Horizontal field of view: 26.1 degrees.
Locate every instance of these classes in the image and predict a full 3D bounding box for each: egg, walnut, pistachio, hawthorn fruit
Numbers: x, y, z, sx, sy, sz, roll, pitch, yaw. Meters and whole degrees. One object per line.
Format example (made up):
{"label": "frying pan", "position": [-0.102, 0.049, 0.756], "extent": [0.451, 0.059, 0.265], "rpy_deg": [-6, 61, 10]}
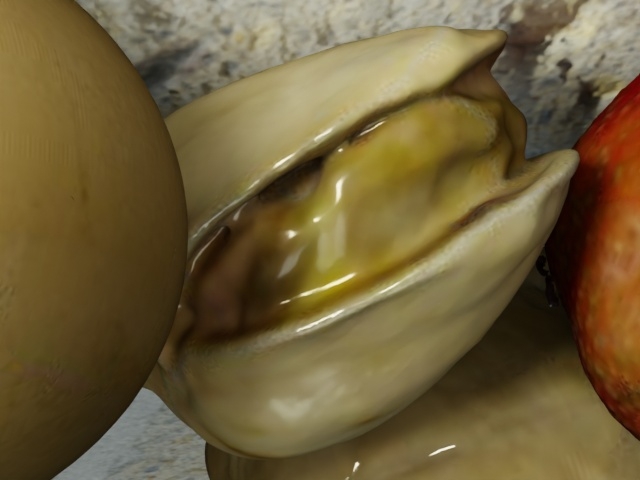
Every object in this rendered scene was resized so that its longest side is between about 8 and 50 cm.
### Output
{"label": "egg", "position": [-0.245, -0.009, 0.650], "extent": [0.373, 0.301, 0.301], "rpy_deg": [4, 148, -24]}
{"label": "walnut", "position": [0.100, 0.172, 1.048], "extent": [0.381, 0.381, 0.381], "rpy_deg": [-8, 151, -4]}
{"label": "pistachio", "position": [0.000, 0.000, 0.839], "extent": [0.321, 0.229, 0.238], "rpy_deg": [-32, -175, 24]}
{"label": "hawthorn fruit", "position": [0.314, -0.024, 0.846], "extent": [0.284, 0.285, 0.369], "rpy_deg": [16, 125, -39]}
